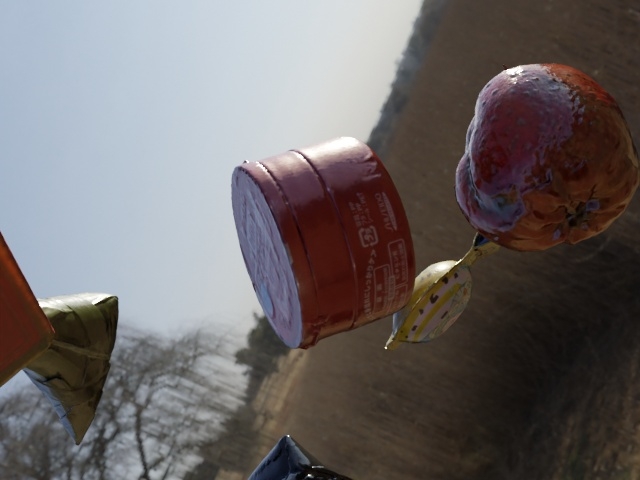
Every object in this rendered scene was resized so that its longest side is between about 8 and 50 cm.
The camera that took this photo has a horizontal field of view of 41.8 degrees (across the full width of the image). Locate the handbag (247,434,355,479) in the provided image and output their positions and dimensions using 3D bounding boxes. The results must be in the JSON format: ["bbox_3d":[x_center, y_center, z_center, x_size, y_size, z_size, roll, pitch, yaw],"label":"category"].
[{"bbox_3d":[-0.004,0.419,1.168,0.342,0.288,0.152,-47,20,42],"label":"handbag"}]

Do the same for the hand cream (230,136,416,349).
[{"bbox_3d":[0.000,0.000,0.960,0.230,0.149,0.230,164,90,-75],"label":"hand cream"}]

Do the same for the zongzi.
[{"bbox_3d":[-0.187,0.097,0.581,0.109,0.055,0.119,0,-81,-72],"label":"zongzi"}]

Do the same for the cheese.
[{"bbox_3d":[0.172,0.051,1.090,0.250,0.064,0.156,-51,-19,3],"label":"cheese"}]

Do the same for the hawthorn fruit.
[{"bbox_3d":[0.102,-0.042,0.392,0.093,0.093,0.093,23,-90,-89],"label":"hawthorn fruit"}]

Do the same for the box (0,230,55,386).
[{"bbox_3d":[-0.260,-0.069,0.338,0.089,0.313,0.197,-42,-31,-26],"label":"box"}]
